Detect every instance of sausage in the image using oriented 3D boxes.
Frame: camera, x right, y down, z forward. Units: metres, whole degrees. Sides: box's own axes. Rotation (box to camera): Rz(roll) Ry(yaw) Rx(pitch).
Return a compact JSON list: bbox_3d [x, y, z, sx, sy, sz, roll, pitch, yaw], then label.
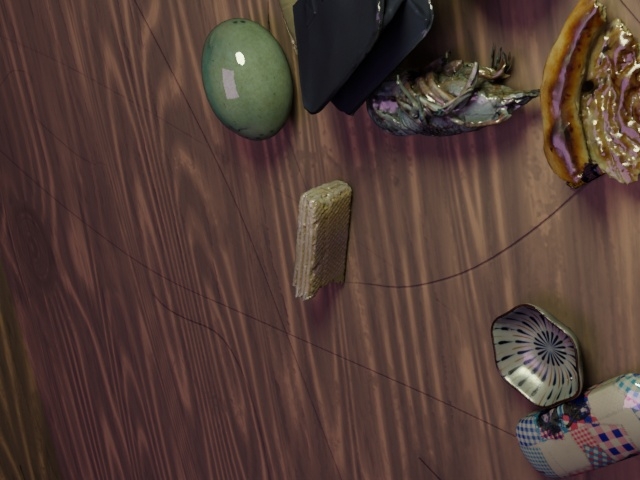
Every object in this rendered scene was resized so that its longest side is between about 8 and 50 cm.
[{"bbox_3d":[0.439,-0.118,1.568,0.028,0.025,0.198,51,142,-7],"label":"sausage"}]

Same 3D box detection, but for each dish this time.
[{"bbox_3d":[0.379,0.185,1.767,0.191,0.066,0.190,26,127,40],"label":"dish"}]

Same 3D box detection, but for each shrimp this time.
[{"bbox_3d":[0.203,-0.229,1.652,0.372,0.172,0.137,-11,103,48],"label":"shrimp"}]

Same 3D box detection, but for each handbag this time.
[{"bbox_3d":[0.058,-0.374,1.664,0.326,0.118,0.269,142,123,-60],"label":"handbag"}]

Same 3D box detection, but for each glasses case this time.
[{"bbox_3d":[0.453,0.314,1.745,0.125,0.076,0.327,57,141,5],"label":"glasses case"}]

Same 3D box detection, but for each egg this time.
[{"bbox_3d":[-0.139,-0.305,1.993,0.169,0.169,0.236,-5,104,49],"label":"egg"}]

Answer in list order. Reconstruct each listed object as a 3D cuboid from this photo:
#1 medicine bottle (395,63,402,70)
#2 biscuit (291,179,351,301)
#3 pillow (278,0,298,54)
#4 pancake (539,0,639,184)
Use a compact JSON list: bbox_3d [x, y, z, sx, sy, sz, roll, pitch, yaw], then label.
[{"bbox_3d":[0.106,-0.394,1.765,0.090,0.054,0.208,25,124,38],"label":"medicine bottle"},{"bbox_3d":[0.000,0.000,2.052,0.062,0.108,0.238,32,131,36],"label":"biscuit"},{"bbox_3d":[-0.034,-0.431,1.900,0.119,0.053,0.208,-8,104,54],"label":"pillow"},{"bbox_3d":[0.389,-0.198,1.499,0.212,0.056,0.257,-38,81,26],"label":"pancake"}]
